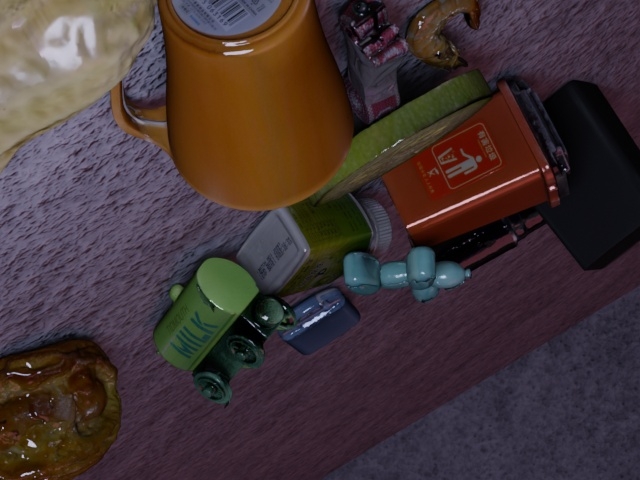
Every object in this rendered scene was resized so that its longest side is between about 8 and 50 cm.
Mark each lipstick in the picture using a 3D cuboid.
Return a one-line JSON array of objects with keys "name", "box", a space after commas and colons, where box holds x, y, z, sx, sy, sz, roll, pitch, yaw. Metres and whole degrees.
[{"name": "lipstick", "box": [0.303, -0.030, 2.490, 0.300, 0.081, 0.081, -31, 162, -2]}]

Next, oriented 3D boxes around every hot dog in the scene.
[{"name": "hot dog", "box": [-0.350, 0.219, 1.929, 0.259, 0.175, 0.114, -23, -173, -33]}]

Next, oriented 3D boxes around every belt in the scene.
[{"name": "belt", "box": [0.056, -0.189, 1.667, 0.053, 0.071, 0.232, -35, 163, -8]}]

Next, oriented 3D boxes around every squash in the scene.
[{"name": "squash", "box": [0.090, -0.124, 1.839, 0.252, 0.049, 0.252, -30, 176, -2]}]

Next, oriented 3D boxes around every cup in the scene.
[{"name": "cup", "box": [-0.087, -0.155, 1.414, 0.226, 0.182, 0.264, -1, 153, 4]}]

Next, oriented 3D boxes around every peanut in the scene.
[{"name": "peanut", "box": [-0.260, -0.124, 1.210, 0.325, 0.140, 0.153, -39, 178, 25]}]

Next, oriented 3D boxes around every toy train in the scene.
[{"name": "toy train", "box": [-0.135, 0.113, 2.017, 0.105, 0.157, 0.253, -51, -179, -33]}]

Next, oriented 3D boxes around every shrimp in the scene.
[{"name": "shrimp", "box": [0.147, -0.240, 1.762, 0.095, 0.045, 0.162, -56, 153, 6]}]

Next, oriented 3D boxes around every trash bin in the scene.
[{"name": "trash bin", "box": [0.206, -0.088, 2.073, 0.239, 0.161, 0.184, -26, 162, 6]}, {"name": "trash bin", "box": [0.383, -0.090, 2.227, 0.165, 0.225, 0.115, -41, 161, 25]}]

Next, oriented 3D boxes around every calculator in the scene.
[{"name": "calculator", "box": [-0.002, 0.131, 2.467, 0.121, 0.039, 0.210, -32, 163, 4]}]

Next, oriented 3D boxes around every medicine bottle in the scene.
[{"name": "medicine bottle", "box": [0.000, 0.000, 2.045, 0.188, 0.088, 0.132, -15, 154, -42]}]

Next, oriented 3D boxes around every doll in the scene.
[{"name": "doll", "box": [0.117, 0.046, 2.035, 0.159, 0.059, 0.158, -6, 168, 9]}]
